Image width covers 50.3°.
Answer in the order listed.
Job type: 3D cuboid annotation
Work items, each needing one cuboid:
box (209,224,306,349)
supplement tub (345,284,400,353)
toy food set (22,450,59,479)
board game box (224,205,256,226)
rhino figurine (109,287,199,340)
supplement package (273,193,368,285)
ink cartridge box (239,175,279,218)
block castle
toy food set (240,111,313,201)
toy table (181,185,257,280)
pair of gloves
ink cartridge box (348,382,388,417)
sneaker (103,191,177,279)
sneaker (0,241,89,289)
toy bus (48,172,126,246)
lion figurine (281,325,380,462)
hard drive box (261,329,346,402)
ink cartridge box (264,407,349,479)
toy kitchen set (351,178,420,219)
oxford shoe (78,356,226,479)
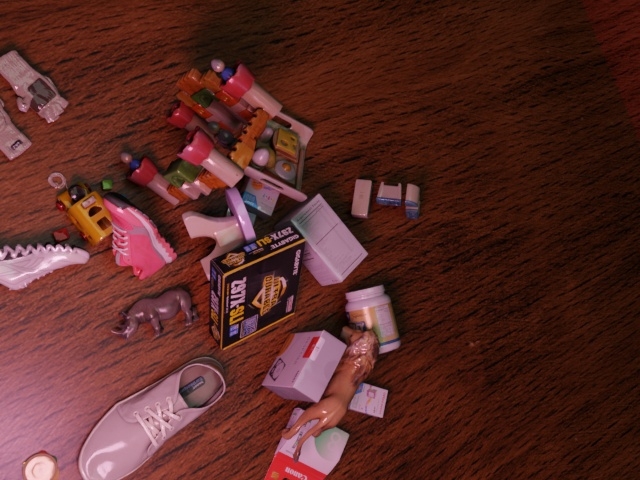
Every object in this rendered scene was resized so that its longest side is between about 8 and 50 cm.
[{"bbox_3d":[-0.177,0.132,1.869,0.257,0.321,0.079,-23,54,-29],"label":"box"},{"bbox_3d":[0.158,0.246,2.104,0.144,0.144,0.199,-11,86,-28],"label":"supplement tub"},{"bbox_3d":[-0.692,0.565,1.683,0.083,0.020,0.082,-14,87,-28],"label":"toy food set"},{"bbox_3d":[-0.245,-0.049,2.022,0.090,0.020,0.090,22,73,-22],"label":"board game box"},{"bbox_3d":[-0.450,0.203,1.843,0.243,0.073,0.106,-18,93,-27],"label":"rhino figurine"},{"bbox_3d":[0.000,0.000,2.074,0.139,0.134,0.244,-44,102,-26],"label":"supplement package"},{"bbox_3d":[-0.175,-0.169,2.056,0.104,0.062,0.181,26,69,-21],"label":"ink cartridge box"},{"bbox_3d":[-0.327,-0.283,1.782,0.213,0.453,0.302,38,67,-25],"label":"block castle"},{"bbox_3d":[-0.126,-0.273,2.034,0.220,0.092,0.306,25,46,-21],"label":"toy food set"},{"bbox_3d":[-0.272,-0.009,1.879,0.161,0.252,0.274,-23,125,-11],"label":"toy table"},{"bbox_3d":[-0.804,-0.354,1.781,0.204,0.042,0.240,42,67,-18],"label":"pair of gloves"},{"bbox_3d":[0.140,0.489,2.103,0.123,0.052,0.088,21,72,-24],"label":"ink cartridge box"},{"bbox_3d":[-0.486,0.002,1.765,0.136,0.116,0.313,-47,147,-15],"label":"sneaker"},{"bbox_3d":[-0.733,0.063,1.712,0.292,0.110,0.118,-3,91,-17],"label":"sneaker"},{"bbox_3d":[-0.614,-0.086,1.793,0.202,0.104,0.190,8,77,-26],"label":"toy bus"},{"bbox_3d":[0.045,0.430,1.926,0.142,0.240,0.392,37,44,-15],"label":"lion figurine"},{"bbox_3d":[-0.048,0.355,1.930,0.089,0.232,0.181,37,66,-17],"label":"hard drive box"},{"bbox_3d":[-0.038,0.630,1.988,0.181,0.056,0.224,32,66,-18],"label":"ink cartridge box"},{"bbox_3d":[0.219,-0.108,2.249,0.207,0.166,0.122,6,74,12],"label":"toy kitchen set"},{"bbox_3d":[-0.428,0.460,1.777,0.449,0.130,0.169,-36,99,-26],"label":"oxford shoe"}]
